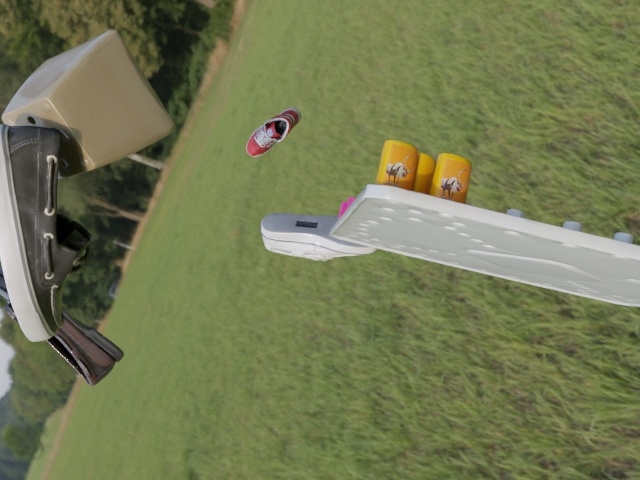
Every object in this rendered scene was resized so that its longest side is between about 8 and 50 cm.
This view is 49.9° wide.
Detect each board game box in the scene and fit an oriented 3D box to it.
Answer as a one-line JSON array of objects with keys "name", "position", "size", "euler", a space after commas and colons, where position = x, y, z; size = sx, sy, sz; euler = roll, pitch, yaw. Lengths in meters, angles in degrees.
[{"name": "board game box", "position": [0.215, 0.004, 0.680], "size": [0.390, 0.390, 0.050], "euler": [130, 153, -85]}]

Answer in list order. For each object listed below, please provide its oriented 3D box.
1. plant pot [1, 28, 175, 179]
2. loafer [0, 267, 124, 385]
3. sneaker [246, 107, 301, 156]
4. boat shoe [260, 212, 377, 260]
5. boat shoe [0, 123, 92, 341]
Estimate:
[{"name": "plant pot", "position": [-0.224, -0.115, 0.643], "size": [0.109, 0.109, 0.096], "euler": [-10, 32, 34]}, {"name": "loafer", "position": [-0.535, 0.175, 1.362], "size": [0.095, 0.302, 0.109], "euler": [-57, 20, -21]}, {"name": "sneaker", "position": [-0.088, -0.174, 1.144], "size": [0.118, 0.042, 0.067], "euler": [-37, 10, 26]}, {"name": "boat shoe", "position": [0.000, 0.000, 1.479], "size": [0.095, 0.258, 0.084], "euler": [-65, -20, -45]}, {"name": "boat shoe", "position": [-0.250, -0.002, 0.631], "size": [0.080, 0.076, 0.228], "euler": [-120, 28, -54]}]
